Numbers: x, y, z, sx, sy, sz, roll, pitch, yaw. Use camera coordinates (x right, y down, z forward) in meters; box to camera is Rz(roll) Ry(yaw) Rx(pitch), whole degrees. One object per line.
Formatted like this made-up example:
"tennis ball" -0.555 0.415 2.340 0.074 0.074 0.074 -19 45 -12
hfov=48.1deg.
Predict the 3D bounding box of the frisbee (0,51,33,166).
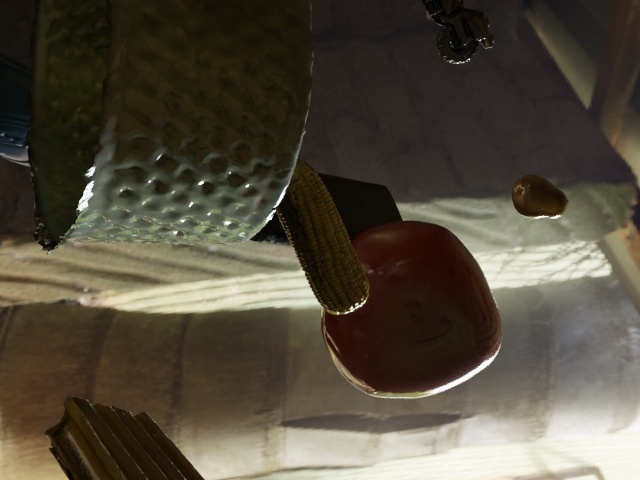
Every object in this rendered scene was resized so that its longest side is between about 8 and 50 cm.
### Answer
"frisbee" -0.535 -0.206 1.199 0.289 0.290 0.049 93 13 -57

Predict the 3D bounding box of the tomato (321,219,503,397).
"tomato" 0.159 0.136 1.311 0.273 0.342 0.341 -123 -153 -79

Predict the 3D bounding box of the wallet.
"wallet" 0.008 -0.064 1.557 0.062 0.406 0.228 -55 -139 35

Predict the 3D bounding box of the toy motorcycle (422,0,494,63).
"toy motorcycle" 0.208 -0.379 1.077 0.082 0.122 0.213 -118 -172 -77

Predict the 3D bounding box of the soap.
"soap" -0.285 0.382 1.129 0.324 0.096 0.204 33 -2 42

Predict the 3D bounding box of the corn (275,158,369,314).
"corn" 0.000 0.000 0.880 0.072 0.072 0.203 -117 -177 -72

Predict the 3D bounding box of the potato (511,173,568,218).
"potato" 0.338 -0.065 1.105 0.062 0.083 0.068 21 85 -67

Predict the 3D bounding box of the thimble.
"thimble" -0.133 -0.121 0.559 0.271 0.150 0.270 -5 -96 59
